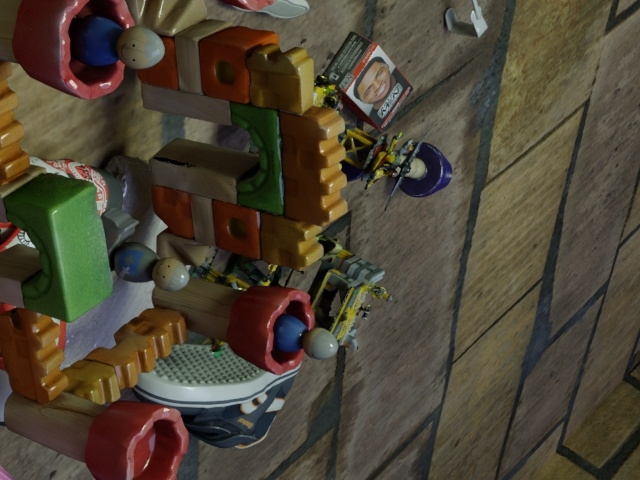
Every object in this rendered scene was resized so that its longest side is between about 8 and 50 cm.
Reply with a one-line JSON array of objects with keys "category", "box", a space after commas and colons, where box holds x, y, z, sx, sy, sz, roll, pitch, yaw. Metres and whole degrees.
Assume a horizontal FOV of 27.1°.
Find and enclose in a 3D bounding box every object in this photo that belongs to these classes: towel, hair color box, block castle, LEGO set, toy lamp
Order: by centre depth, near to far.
[{"category": "block castle", "box": [-0.129, -0.036, 1.131, 0.303, 0.213, 0.453, -40, 135, -47]}, {"category": "towel", "box": [-0.218, 0.047, 1.398, 0.282, 0.049, 0.187, -61, 155, 8]}, {"category": "LEGO set", "box": [0.000, 0.000, 1.509, 0.331, 0.192, 0.255, -63, 167, 9]}, {"category": "hair color box", "box": [0.059, -0.191, 1.617, 0.072, 0.043, 0.141, -56, 153, 0]}, {"category": "toy lamp", "box": [0.097, -0.101, 1.750, 0.275, 0.080, 0.080, 7, 113, -59]}]

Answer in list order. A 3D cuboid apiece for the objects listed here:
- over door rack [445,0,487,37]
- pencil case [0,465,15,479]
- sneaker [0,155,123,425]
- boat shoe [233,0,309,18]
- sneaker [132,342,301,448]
[{"category": "over door rack", "box": [0.253, -0.421, 1.626, 0.239, 0.108, 0.324, -47, 152, -18]}, {"category": "pencil case", "box": [-0.376, 0.153, 1.030, 0.386, 0.167, 0.160, 67, 33, -43]}, {"category": "sneaker", "box": [-0.292, 0.046, 1.227, 0.145, 0.090, 0.270, 12, 105, -61]}, {"category": "boat shoe", "box": [-0.056, -0.257, 1.353, 0.046, 0.038, 0.125, -23, 167, 34]}, {"category": "sneaker", "box": [-0.129, 0.196, 1.630, 0.321, 0.126, 0.127, -1, 115, -61]}]
